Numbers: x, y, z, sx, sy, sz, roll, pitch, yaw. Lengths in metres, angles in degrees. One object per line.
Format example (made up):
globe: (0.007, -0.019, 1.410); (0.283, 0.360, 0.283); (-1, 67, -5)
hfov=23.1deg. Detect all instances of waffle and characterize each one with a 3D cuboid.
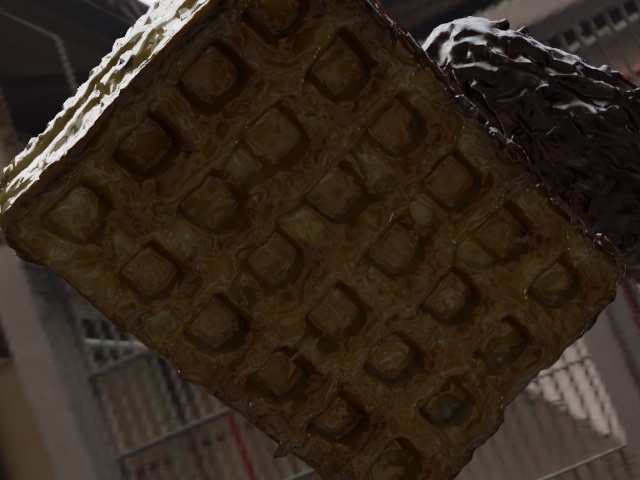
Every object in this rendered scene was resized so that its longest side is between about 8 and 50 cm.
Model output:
waffle: (0.000, 0.000, 0.398); (0.102, 0.148, 0.042); (-48, -150, 1)

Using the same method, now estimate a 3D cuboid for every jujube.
jujube: (0.109, -0.043, 0.763); (0.166, 0.104, 0.104); (30, -85, 21)
